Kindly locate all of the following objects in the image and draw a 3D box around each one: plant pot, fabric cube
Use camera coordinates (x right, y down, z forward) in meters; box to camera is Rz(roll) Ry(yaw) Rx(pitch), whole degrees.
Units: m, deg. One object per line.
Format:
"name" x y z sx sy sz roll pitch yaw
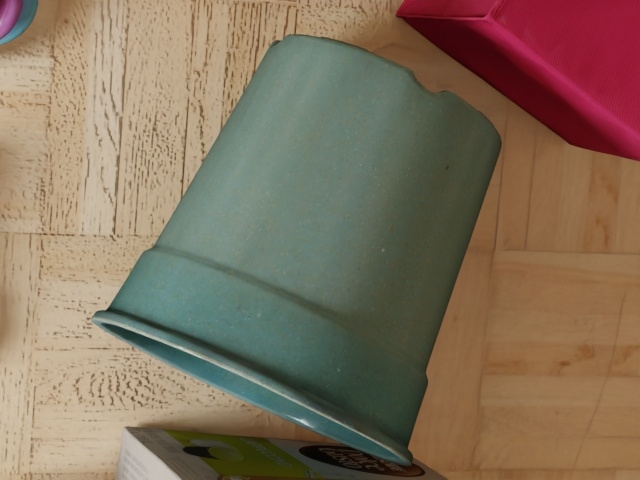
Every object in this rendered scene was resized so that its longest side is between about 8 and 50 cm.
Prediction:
"plant pot" 0.000 0.000 1.786 0.341 0.341 0.334 28 82 -20
"fabric cube" 0.282 -0.259 1.866 0.258 0.254 0.259 35 87 -18

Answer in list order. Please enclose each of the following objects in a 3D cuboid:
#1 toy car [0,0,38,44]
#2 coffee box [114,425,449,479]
"toy car" -0.341 -0.230 1.701 0.182 0.136 0.159 0 99 -54
"coffee box" -0.026 0.393 1.816 0.334 0.337 0.338 7 95 -20
